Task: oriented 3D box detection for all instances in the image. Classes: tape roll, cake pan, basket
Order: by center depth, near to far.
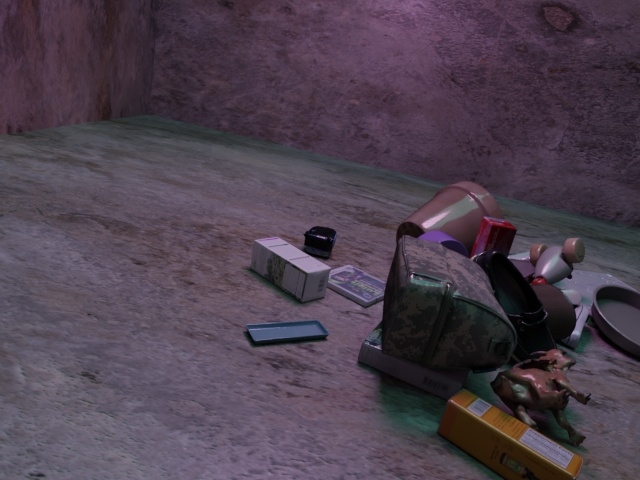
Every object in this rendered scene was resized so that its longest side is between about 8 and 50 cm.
[{"bbox_3d":[0.541,0.202,1.384,0.226,0.154,0.204,0,11,-21],"label":"basket"},{"bbox_3d":[0.962,0.252,1.525,0.293,0.054,0.293,11,36,-8],"label":"cake pan"},{"bbox_3d":[0.364,0.071,1.571,0.188,0.189,0.080,4,22,-23],"label":"tape roll"}]

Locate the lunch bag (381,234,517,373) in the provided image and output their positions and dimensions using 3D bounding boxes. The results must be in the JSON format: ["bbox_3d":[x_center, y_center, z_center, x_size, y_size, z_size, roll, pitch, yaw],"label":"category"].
[{"bbox_3d":[0.279,0.145,1.115,0.255,0.213,0.305,13,21,3],"label":"lunch bag"}]

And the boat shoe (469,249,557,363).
[{"bbox_3d":[0.495,0.170,1.240,0.127,0.113,0.340,-19,75,-18],"label":"boat shoe"}]

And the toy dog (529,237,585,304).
[{"bbox_3d":[0.745,0.141,1.623,0.161,0.333,0.220,51,-13,-20],"label":"toy dog"}]

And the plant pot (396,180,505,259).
[{"bbox_3d":[0.430,-0.020,1.749,0.280,0.323,0.323,-19,33,-28],"label":"plant pot"}]

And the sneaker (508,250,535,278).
[{"bbox_3d":[0.731,0.092,1.828,0.255,0.094,0.151,-13,-2,16],"label":"sneaker"}]

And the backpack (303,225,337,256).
[{"bbox_3d":[0.000,0.000,1.704,0.105,0.084,0.114,14,23,8],"label":"backpack"}]

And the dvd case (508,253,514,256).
[{"bbox_3d":[0.694,0.053,2.067,0.180,0.022,0.253,-8,28,-42],"label":"dvd case"}]

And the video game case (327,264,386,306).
[{"bbox_3d":[0.108,0.131,1.502,0.190,0.022,0.173,25,24,32],"label":"video game case"}]

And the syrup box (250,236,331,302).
[{"bbox_3d":[-0.090,0.077,1.424,0.096,0.093,0.236,-9,28,-44],"label":"syrup box"}]

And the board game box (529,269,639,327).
[{"bbox_3d":[1.002,0.206,1.787,0.389,0.050,0.390,7,21,-14],"label":"board game box"}]

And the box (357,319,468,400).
[{"bbox_3d":[0.256,0.248,1.216,0.232,0.059,0.322,20,20,20],"label":"box"}]

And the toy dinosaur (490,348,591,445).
[{"bbox_3d":[0.429,0.301,1.032,0.295,0.127,0.200,12,17,-27],"label":"toy dinosaur"}]

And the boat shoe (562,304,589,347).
[{"bbox_3d":[0.745,0.239,1.491,0.075,0.083,0.226,23,23,26],"label":"boat shoe"}]

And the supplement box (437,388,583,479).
[{"bbox_3d":[0.336,0.368,0.902,0.233,0.078,0.080,28,22,36],"label":"supplement box"}]

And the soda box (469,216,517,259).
[{"bbox_3d":[0.524,0.064,1.573,0.083,0.263,0.092,9,19,-4],"label":"soda box"}]

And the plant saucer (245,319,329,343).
[{"bbox_3d":[-0.076,0.214,1.170,0.192,0.018,0.067,2,22,-29],"label":"plant saucer"}]
